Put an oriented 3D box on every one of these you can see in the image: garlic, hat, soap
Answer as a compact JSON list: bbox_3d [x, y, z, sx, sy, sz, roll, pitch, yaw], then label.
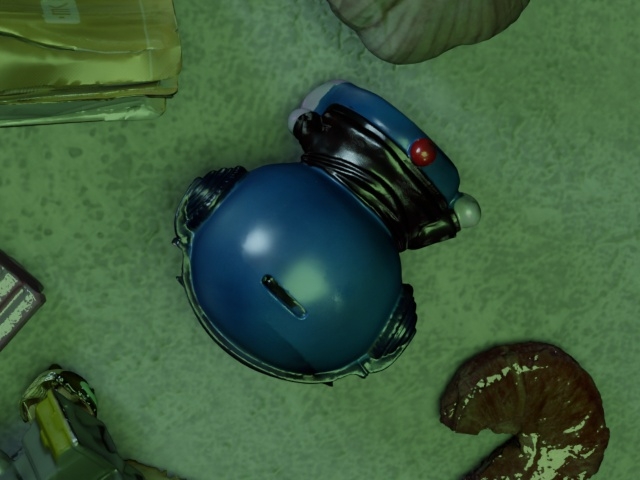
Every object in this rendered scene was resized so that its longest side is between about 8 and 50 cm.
[{"bbox_3d":[0.115,-0.346,1.676,0.317,0.259,0.317,-4,109,-12],"label":"garlic"},{"bbox_3d":[-0.285,0.175,1.814,0.077,0.059,0.076,41,108,-13],"label":"hat"},{"bbox_3d":[-0.402,0.093,1.761,0.122,0.065,0.203,42,91,-18],"label":"soap"}]

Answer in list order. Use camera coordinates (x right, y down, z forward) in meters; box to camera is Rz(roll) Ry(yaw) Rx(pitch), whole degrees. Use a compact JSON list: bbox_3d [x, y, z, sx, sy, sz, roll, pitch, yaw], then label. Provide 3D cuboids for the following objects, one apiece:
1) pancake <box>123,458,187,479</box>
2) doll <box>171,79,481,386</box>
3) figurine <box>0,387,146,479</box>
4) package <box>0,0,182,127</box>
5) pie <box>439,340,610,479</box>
[{"bbox_3d":[-0.231,0.426,1.883,0.356,0.065,0.356,-2,100,-13],"label":"pancake"},{"bbox_3d":[0.000,0.000,1.751,0.284,0.240,0.310,42,86,-4],"label":"doll"},{"bbox_3d":[-0.324,0.319,1.743,0.285,0.167,0.342,-33,77,6],"label":"figurine"},{"bbox_3d":[-0.302,-0.207,1.661,0.311,0.165,0.221,-5,104,-13],"label":"package"},{"bbox_3d":[0.240,0.224,1.948,0.204,0.054,0.219,-30,108,-4],"label":"pie"}]
